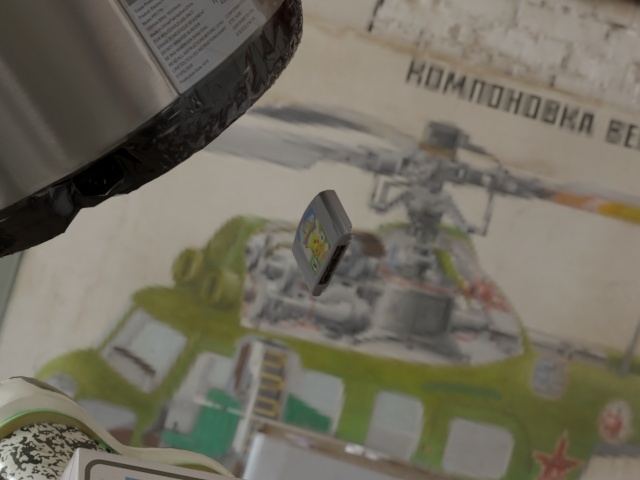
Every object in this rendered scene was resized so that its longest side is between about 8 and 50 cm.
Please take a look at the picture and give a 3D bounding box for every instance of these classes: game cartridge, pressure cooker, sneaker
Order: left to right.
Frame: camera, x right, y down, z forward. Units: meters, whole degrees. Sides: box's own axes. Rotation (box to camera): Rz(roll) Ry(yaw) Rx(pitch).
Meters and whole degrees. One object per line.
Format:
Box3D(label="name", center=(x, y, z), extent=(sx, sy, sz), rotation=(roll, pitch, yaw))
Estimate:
Box3D(label="pressure cooker", center=(-0.250, -0.244, 0.904), extent=(0.420, 0.376, 0.370), rotation=(58, 16, -24))
Box3D(label="sneaker", center=(-0.177, 0.286, 1.219), extent=(0.410, 0.158, 0.182), rotation=(34, 5, -43))
Box3D(label="game cartridge", center=(0.000, 0.000, 1.049), extent=(0.017, 0.083, 0.056), rotation=(-2, 50, -26))

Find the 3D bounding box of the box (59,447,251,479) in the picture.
Box3D(label="box", center=(0.014, 0.206, 0.565), extent=(0.290, 0.087, 0.169), rotation=(16, 40, -21))
